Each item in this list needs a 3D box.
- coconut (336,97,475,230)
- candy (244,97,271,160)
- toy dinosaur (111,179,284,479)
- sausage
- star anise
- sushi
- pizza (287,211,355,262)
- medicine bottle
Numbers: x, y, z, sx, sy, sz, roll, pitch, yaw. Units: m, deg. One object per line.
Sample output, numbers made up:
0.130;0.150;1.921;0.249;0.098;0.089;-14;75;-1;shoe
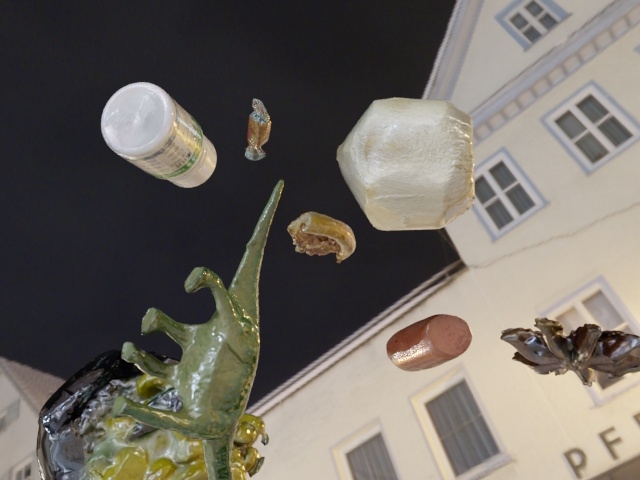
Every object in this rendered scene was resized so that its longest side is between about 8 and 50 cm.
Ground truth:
0.153;-0.138;1.142;0.247;0.245;0.245;-1;-41;12;coconut
-0.137;-0.244;1.402;0.046;0.053;0.182;-31;-21;-30;candy
-0.079;0.178;0.716;0.301;0.087;0.447;38;-101;-31;toy dinosaur
0.232;0.233;1.401;0.113;0.114;0.259;-3;-18;-18;sausage
0.504;0.224;1.258;0.288;0.088;0.288;13;-33;9;star anise
-0.278;0.350;1.049;0.328;0.285;0.329;-44;-72;-28;sushi
0.005;-0.002;1.312;0.134;0.056;0.271;-7;-16;4;pizza
-0.287;-0.183;1.162;0.139;0.139;0.237;-26;-16;5;medicine bottle
